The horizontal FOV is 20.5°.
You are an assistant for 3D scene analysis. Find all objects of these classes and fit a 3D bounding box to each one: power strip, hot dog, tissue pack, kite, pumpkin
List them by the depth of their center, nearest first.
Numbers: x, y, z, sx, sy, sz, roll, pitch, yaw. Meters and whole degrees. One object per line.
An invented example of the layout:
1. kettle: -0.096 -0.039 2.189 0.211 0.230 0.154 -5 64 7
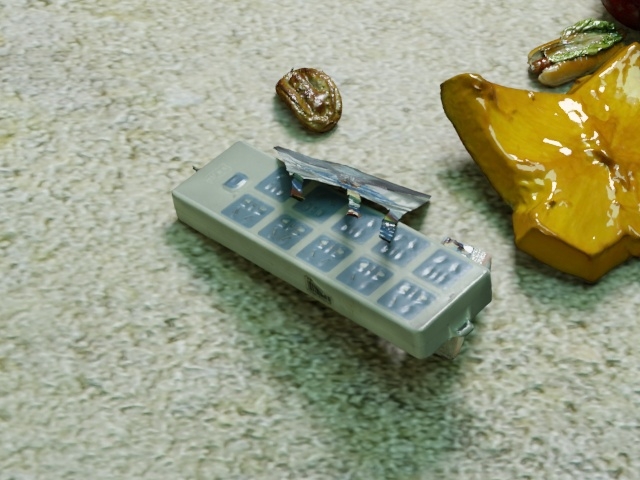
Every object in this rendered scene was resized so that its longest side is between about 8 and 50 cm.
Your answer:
1. kite: 0.016 -0.049 1.690 0.169 0.015 0.310 20 10 4
2. power strip: 0.000 0.000 1.699 0.367 0.043 0.106 28 54 35
3. tissue pack: 0.125 0.055 1.707 0.058 0.074 0.094 18 50 13
4. pumpkin: 0.292 -0.073 1.811 0.258 0.095 0.290 -17 60 -24
5. hot dog: -0.012 -0.152 1.873 0.058 0.035 0.083 -27 60 -20
6. hot dog: 0.285 -0.210 1.948 0.133 0.041 0.056 -20 58 -21

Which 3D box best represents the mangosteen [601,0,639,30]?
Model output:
1. mangosteen: 0.374 -0.324 1.971 0.166 0.166 0.180 -14 49 -16
